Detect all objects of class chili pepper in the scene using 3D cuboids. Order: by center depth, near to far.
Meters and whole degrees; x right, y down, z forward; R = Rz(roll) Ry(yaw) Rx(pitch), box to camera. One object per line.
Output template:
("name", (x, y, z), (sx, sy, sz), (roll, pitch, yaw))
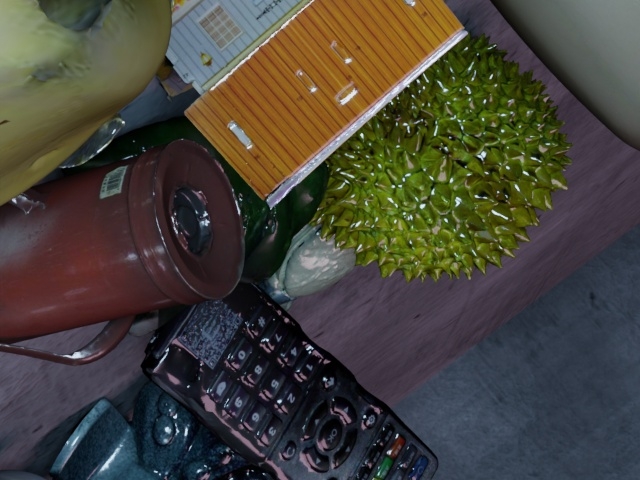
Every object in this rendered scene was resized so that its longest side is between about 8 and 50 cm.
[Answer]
("chili pepper", (-0.080, -0.013, 1.090), (0.148, 0.116, 0.264), (-27, 167, 16))

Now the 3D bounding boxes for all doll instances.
("doll", (0.000, 0.000, 1.444), (0.103, 0.071, 0.214), (-22, 156, -52))

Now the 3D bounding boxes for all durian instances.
("durian", (0.101, -0.062, 1.301), (0.236, 0.176, 0.200), (-22, 126, -25))

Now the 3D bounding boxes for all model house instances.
("model house", (0.010, -0.126, 0.928), (0.219, 0.136, 0.207), (-39, 165, 3))

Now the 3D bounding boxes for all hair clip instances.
("hair clip", (-0.168, 0.267, 1.598), (0.310, 0.206, 0.194), (-50, 173, -10))

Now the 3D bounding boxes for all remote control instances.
("remote control", (-0.026, 0.170, 1.487), (0.399, 0.062, 0.145), (47, 68, -40))

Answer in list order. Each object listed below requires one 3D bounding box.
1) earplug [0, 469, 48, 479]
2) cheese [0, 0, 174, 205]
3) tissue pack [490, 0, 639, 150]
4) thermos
("earplug", (-0.331, 0.262, 1.305), (0.172, 0.172, 0.301), (-39, 159, 3))
("cheese", (-0.180, -0.078, 0.640), (0.315, 0.128, 0.259), (-14, 160, -47))
("tissue pack", (0.276, -0.242, 0.956), (0.387, 0.267, 0.277), (-43, 169, 23))
("thermos", (-0.169, 0.009, 0.924), (0.232, 0.099, 0.124), (-13, 137, 25))
